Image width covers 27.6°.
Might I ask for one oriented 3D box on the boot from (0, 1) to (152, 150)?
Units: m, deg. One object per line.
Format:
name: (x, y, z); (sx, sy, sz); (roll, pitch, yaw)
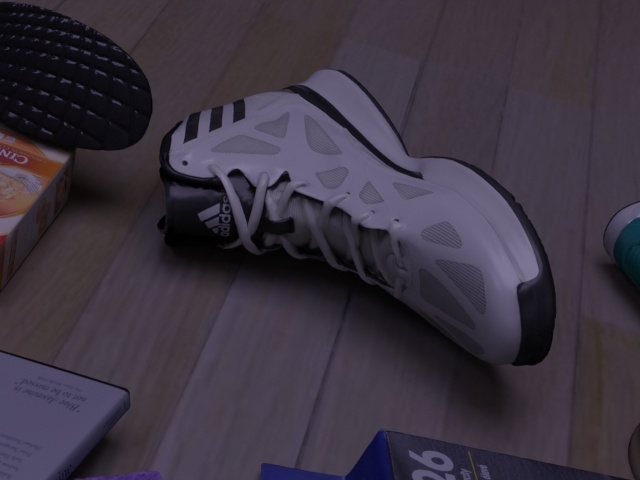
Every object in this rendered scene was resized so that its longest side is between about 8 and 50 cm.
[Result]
boot: (-0.302, -0.187, 1.300); (0.338, 0.118, 0.223); (23, 8, 4)

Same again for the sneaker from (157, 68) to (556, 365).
sneaker: (0.000, 0.001, 1.197); (0.257, 0.169, 0.447); (-17, 38, -25)

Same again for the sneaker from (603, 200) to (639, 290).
sneaker: (0.454, 0.033, 1.312); (0.296, 0.123, 0.178); (-2, 33, -10)

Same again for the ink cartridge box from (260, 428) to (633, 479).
ink cartridge box: (0.114, 0.242, 0.899); (0.307, 0.072, 0.303); (13, 23, -8)

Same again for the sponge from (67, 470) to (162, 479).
sponge: (-0.140, 0.248, 0.886); (0.117, 0.031, 0.210); (-3, 39, -25)

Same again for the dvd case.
dvd case: (-0.278, 0.160, 0.933); (0.180, 0.022, 0.253); (14, 34, 19)

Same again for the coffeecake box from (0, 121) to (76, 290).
coffeecake box: (-0.323, -0.035, 1.170); (0.142, 0.068, 0.185); (19, 36, 3)

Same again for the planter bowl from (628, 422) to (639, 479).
planter bowl: (0.360, 0.167, 1.112); (0.162, 0.109, 0.162); (10, 36, -8)
